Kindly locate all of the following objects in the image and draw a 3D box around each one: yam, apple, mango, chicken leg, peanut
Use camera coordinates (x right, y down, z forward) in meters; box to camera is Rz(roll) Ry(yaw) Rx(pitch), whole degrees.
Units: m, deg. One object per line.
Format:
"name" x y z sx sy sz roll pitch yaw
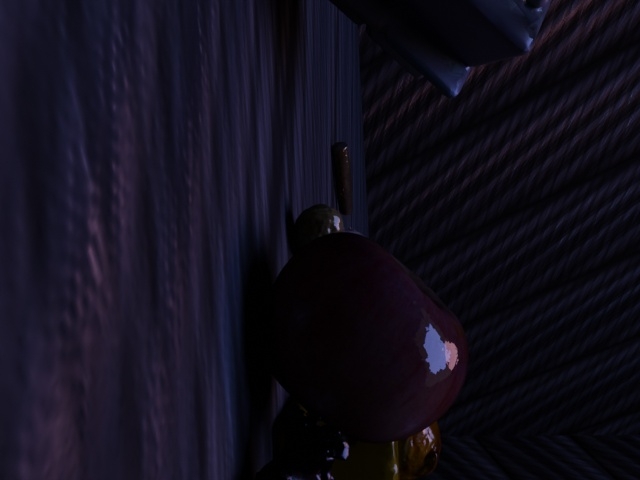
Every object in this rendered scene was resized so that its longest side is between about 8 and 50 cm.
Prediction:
"yam" 0.040 -0.107 1.167 0.032 0.032 0.145 -85 171 -49
"apple" 0.029 0.071 0.469 0.153 0.120 0.153 43 6 -5
"mango" 0.142 0.338 1.363 0.199 0.201 0.350 -50 -163 15
"chicken leg" -0.014 0.219 0.388 0.105 0.063 0.234 36 53 -76
"peanut" 0.000 0.000 0.647 0.113 0.053 0.054 85 5 -64

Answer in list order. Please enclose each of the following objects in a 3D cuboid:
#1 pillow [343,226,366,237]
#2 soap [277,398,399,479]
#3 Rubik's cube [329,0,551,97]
"pillow" 0.063 0.089 0.912 0.135 0.049 0.249 33 40 -45
"soap" 0.031 0.232 0.651 0.324 0.096 0.204 -24 111 -84
"Rubik's cube" 0.114 -0.343 0.606 0.368 0.358 0.387 -32 -156 56
